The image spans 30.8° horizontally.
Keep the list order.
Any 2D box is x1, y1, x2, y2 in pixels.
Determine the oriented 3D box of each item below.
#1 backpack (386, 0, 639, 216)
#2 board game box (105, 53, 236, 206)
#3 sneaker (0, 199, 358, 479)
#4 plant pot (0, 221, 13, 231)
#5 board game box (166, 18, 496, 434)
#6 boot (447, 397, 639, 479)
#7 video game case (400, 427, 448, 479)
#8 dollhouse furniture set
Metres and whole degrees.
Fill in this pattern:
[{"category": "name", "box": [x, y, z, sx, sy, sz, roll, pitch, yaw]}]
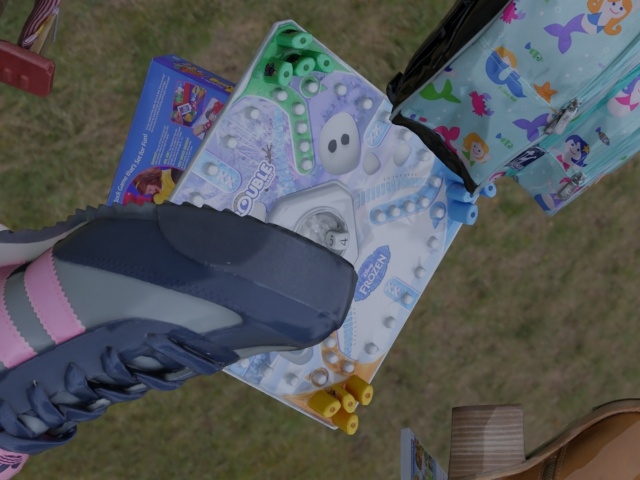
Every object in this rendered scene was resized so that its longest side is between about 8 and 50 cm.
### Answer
[{"category": "backpack", "box": [0.193, -0.158, 0.856, 0.225, 0.191, 0.253, -49, 176, -43]}, {"category": "board game box", "box": [-0.223, -0.110, 1.981, 0.078, 0.233, 0.347, -34, 148, -65]}, {"category": "sneaker", "box": [-0.124, 0.063, 0.561, 0.319, 0.131, 0.112, -7, 150, 37]}, {"category": "plant pot", "box": [-0.591, 0.046, 1.771, 0.275, 0.243, 0.275, -12, 107, -46]}, {"category": "board game box", "box": [0.000, 0.000, 1.406, 0.390, 0.050, 0.390, 34, 85, -35]}, {"category": "boot", "box": [0.258, 0.259, 1.079, 0.283, 0.220, 0.109, -3, 170, 4]}, {"category": "video game case", "box": [0.113, 0.263, 1.217, 0.011, 0.087, 0.122, -17, 134, 22]}, {"category": "dollhouse furniture set", "box": [-0.350, -0.345, 1.388, 0.152, 0.201, 0.374, 22, 160, -10]}]
